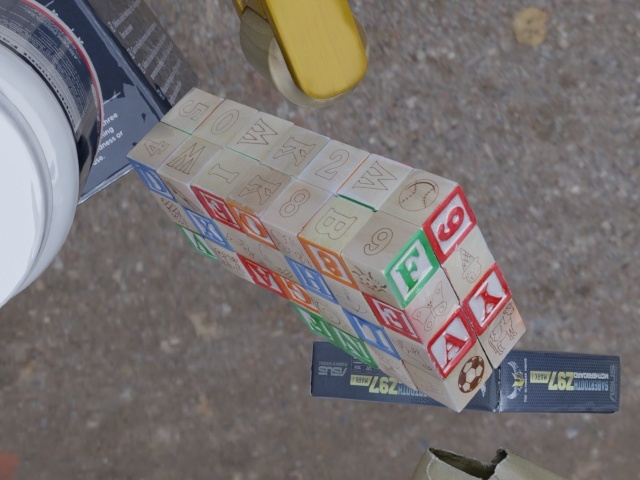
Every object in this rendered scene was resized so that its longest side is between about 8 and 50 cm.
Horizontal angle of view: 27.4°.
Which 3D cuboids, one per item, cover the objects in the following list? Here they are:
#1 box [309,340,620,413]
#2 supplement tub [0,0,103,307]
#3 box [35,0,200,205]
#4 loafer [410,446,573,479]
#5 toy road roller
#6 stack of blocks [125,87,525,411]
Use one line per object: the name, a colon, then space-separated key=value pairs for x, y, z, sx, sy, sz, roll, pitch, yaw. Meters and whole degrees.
box: x=0.133 y=0.127 z=1.230 sx=0.183 sy=0.232 sz=0.059 roll=8 pitch=82 yaw=-45
supplement tub: x=-0.249 y=-0.061 z=0.868 sx=0.191 sy=0.272 sz=0.191 roll=-1 pitch=109 yaw=-3
box: x=-0.328 y=-0.242 z=1.365 sx=0.212 sy=0.293 sz=0.395 roll=-33 pitch=104 yaw=9
loafer: x=0.127 y=0.162 z=0.847 sx=0.148 sy=0.056 sz=0.050 roll=2 pitch=98 yaw=8
toy road roller: x=0.005 y=-0.334 z=1.416 sx=0.240 sy=0.202 sz=0.330 roll=-24 pitch=117 yaw=-9
stack of blocks: x=0.000 y=0.000 z=1.031 sx=0.087 sy=0.297 sz=0.171 roll=-48 pitch=136 yaw=-18
